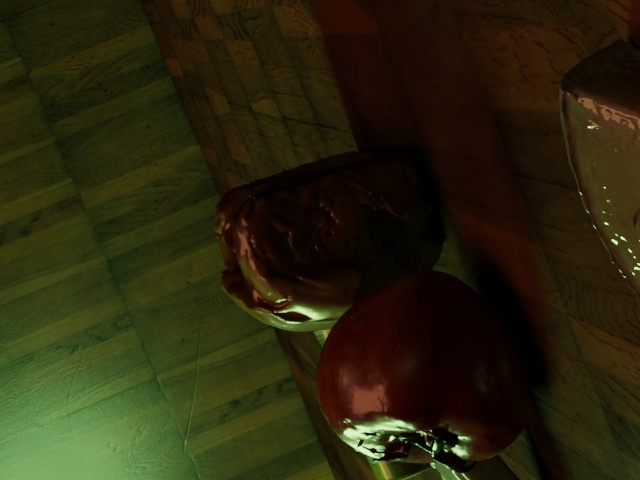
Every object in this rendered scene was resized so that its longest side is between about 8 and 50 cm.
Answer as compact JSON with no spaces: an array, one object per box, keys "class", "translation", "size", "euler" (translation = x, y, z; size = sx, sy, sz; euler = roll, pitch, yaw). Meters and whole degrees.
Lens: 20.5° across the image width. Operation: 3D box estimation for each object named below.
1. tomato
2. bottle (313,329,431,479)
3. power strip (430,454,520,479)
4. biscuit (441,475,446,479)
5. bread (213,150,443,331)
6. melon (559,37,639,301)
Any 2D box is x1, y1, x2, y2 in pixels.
[{"class":"tomato","translation":[0.092,0.104,1.441],"size":[0.187,0.187,0.151],"euler":[81,-162,-62]},{"class":"bottle","translation":[0.050,0.142,2.088],"size":[0.082,0.082,0.286],"euler":[167,79,-82]},{"class":"power strip","translation":[0.116,0.181,1.562],"size":[0.286,0.048,0.080],"euler":[48,167,-2]},{"class":"biscuit","translation":[0.088,0.121,1.899],"size":[0.216,0.047,0.340],"euler":[83,162,-62]},{"class":"bread","translation":[-0.001,0.006,1.645],"size":[0.344,0.195,0.149],"euler":[-159,51,-83]},{"class":"melon","translation":[0.178,-0.011,0.920],"size":[0.098,0.054,0.182],"euler":[39,155,42]}]
